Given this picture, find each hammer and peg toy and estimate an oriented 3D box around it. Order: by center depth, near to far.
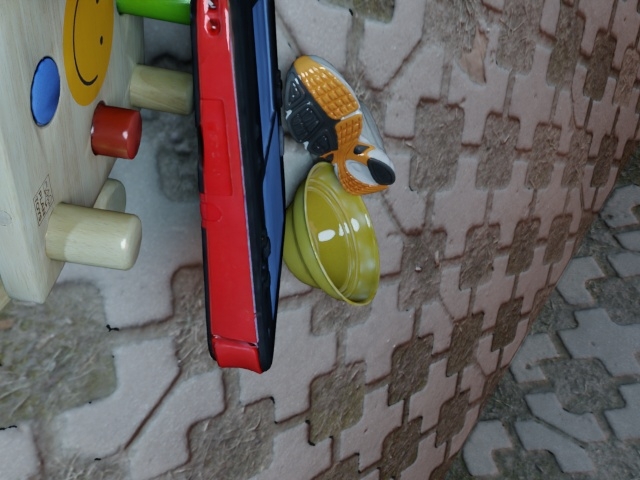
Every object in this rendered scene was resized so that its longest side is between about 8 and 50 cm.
[{"bbox_3d":[-0.164,-0.089,0.410,0.266,0.127,0.361,-86,-173,-47],"label":"hammer and peg toy"}]

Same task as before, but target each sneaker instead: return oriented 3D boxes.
[{"bbox_3d":[0.021,-0.172,0.835,0.262,0.099,0.121,50,25,-53],"label":"sneaker"}]

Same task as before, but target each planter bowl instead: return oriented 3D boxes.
[{"bbox_3d":[0.000,0.000,0.883,0.217,0.090,0.217,38,44,-48],"label":"planter bowl"}]

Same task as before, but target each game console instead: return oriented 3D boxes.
[{"bbox_3d":[-0.065,-0.098,0.608,0.386,0.060,0.342,-92,-175,-62],"label":"game console"}]
